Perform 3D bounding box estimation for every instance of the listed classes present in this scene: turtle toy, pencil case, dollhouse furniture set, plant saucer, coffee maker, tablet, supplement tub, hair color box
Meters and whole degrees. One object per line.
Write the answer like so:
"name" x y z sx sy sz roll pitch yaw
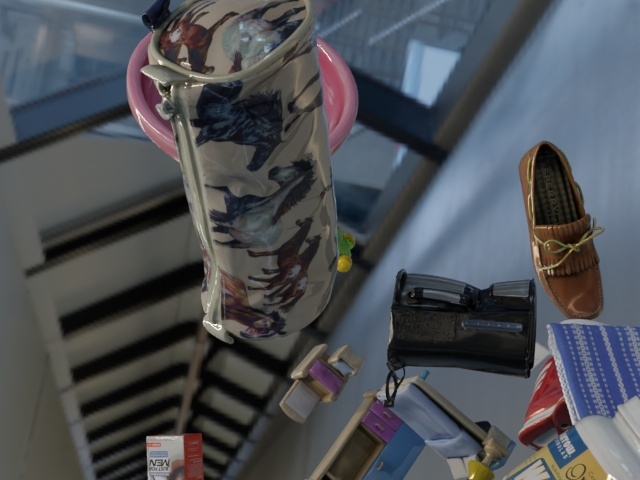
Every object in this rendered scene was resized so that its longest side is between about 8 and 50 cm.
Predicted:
"turtle toy" 0.000 0.000 1.770 0.066 0.130 0.095 -32 21 22
"pencil case" -0.078 -0.066 1.186 0.160 0.183 0.410 46 154 38
"dollhouse furniture set" 0.094 0.310 1.747 0.198 0.286 0.303 -53 10 -23
"plant saucer" -0.114 -0.201 1.632 0.084 0.332 0.332 106 172 -50
"coffee maker" 0.180 0.127 1.413 0.120 0.178 0.171 -25 -61 -74
"tablet" 0.371 0.201 1.997 0.006 0.054 0.083 -53 -4 -33
"supplement tub" 0.224 0.238 0.946 0.199 0.144 0.144 -39 14 8
"hair color box" -0.255 0.427 1.986 0.053 0.093 0.167 5 -101 -54

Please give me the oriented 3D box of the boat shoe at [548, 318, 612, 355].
"boat shoe" 0.434 0.222 1.567 0.105 0.306 0.113 -37 -30 -33

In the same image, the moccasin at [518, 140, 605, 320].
"moccasin" 0.503 -0.020 2.318 0.147 0.139 0.380 67 -164 -79

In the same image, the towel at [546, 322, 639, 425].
"towel" 0.428 0.196 1.240 0.040 0.336 0.243 118 148 -49

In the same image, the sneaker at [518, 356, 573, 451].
"sneaker" 0.341 0.182 1.475 0.221 0.087 0.128 -39 28 45

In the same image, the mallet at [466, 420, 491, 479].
"mallet" 0.260 0.383 1.881 0.039 0.062 0.190 -134 31 -57
